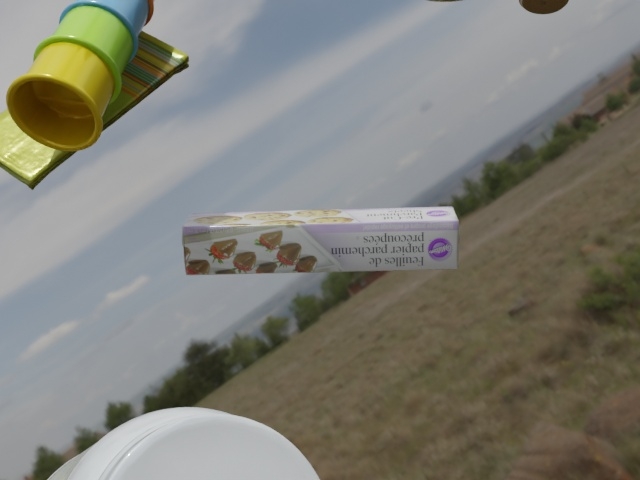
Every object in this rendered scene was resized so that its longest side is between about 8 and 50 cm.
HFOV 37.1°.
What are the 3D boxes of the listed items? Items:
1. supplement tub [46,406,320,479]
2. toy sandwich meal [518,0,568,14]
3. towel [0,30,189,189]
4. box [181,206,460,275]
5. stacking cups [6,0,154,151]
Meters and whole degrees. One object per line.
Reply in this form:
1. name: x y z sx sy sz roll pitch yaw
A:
1. supplement tub: -0.142 0.283 0.871 0.235 0.235 0.325 -34 -2 -31
2. toy sandwich meal: 0.349 -0.387 1.496 0.086 0.029 0.085 6 -18 2
3. towel: -0.254 -0.150 1.020 0.237 0.102 0.021 -46 -26 -30
4. box: 0.000 0.000 1.132 0.324 0.063 0.067 -1 18 3
5. stacking cups: -0.226 -0.229 1.005 0.096 0.096 0.316 -37 28 39
